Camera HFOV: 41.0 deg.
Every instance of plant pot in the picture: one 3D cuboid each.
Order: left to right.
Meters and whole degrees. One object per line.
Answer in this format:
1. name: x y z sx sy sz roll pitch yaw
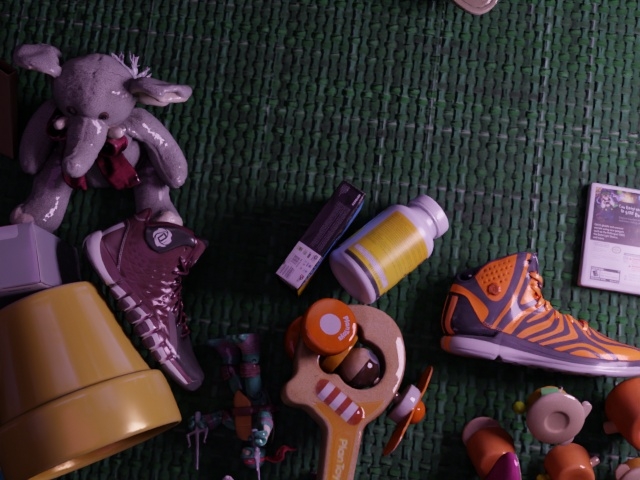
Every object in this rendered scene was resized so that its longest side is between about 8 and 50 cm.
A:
1. plant pot: -0.359 0.199 1.238 0.253 0.254 0.239 -22 79 -5

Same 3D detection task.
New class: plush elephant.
1. plush elephant: -0.335 -0.169 1.292 0.271 0.255 0.330 9 81 0

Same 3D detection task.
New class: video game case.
1. video game case: 0.525 0.004 1.404 0.190 0.022 0.173 9 81 1

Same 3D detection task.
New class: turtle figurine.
1. turtle figurine: -0.122 0.262 1.305 0.175 0.118 0.234 -15 77 38

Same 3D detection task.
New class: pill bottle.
1. pill bottle: 0.111 0.009 1.345 0.184 0.103 0.103 -37 84 -18

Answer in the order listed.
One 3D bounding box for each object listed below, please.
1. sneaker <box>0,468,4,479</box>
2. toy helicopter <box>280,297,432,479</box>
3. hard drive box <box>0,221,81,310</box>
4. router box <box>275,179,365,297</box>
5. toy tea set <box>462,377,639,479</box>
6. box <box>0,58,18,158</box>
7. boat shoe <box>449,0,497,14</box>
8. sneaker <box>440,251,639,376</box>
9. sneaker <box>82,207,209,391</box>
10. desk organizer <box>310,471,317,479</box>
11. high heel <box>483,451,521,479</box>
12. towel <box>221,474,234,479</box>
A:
1. sneaker: -0.458 0.484 1.259 0.178 0.124 0.296 19 80 11
2. toy helicopter: 0.051 0.270 1.275 0.234 0.140 0.355 14 69 -11
3. hard drive box: -0.472 0.048 1.267 0.181 0.232 0.089 -9 82 -3
4. router box: 0.000 0.000 1.335 0.046 0.133 0.179 35 82 5
5. toy tea set: 0.390 0.296 1.329 0.335 0.124 0.200 9 110 -3
6. box: -0.541 -0.234 1.333 0.164 0.201 0.021 33 52 5
7. boat shoe: 0.192 -0.496 1.432 0.113 0.103 0.302 -35 84 -1
8. sneaker: 0.355 0.111 1.331 0.320 0.124 0.180 10 82 0
9. sneaker: -0.215 0.076 1.279 0.162 0.106 0.281 -34 99 -8
10. desk organizer: 0.014 0.416 1.311 0.047 0.050 0.130 8 97 33
11. high heel: 0.216 0.409 1.263 0.117 0.082 0.244 8 120 -8
12. towel: -0.117 0.471 1.296 0.197 0.029 0.144 41 94 6
